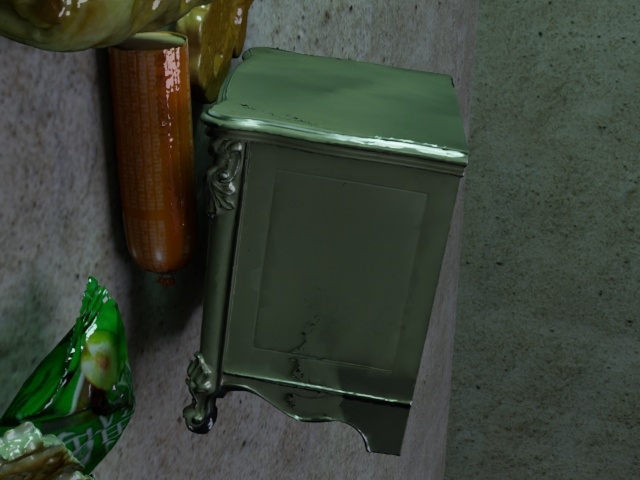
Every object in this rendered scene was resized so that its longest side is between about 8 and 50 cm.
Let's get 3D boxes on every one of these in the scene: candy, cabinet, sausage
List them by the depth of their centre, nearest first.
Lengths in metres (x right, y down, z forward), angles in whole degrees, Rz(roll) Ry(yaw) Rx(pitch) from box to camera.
[{"bbox_3d":[-0.202,0.141,0.769,0.141,0.078,0.203,-46,154,-45],"label":"candy"},{"bbox_3d":[-0.146,-0.065,0.859,0.071,0.071,0.234,-50,145,-60],"label":"sausage"},{"bbox_3d":[0.000,0.000,0.972,0.290,0.228,0.318,-81,179,-66],"label":"cabinet"}]

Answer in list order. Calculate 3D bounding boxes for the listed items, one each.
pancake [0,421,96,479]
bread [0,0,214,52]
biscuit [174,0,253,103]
[{"bbox_3d":[-0.221,0.179,0.559,0.197,0.054,0.376,-46,165,18],"label":"pancake"},{"bbox_3d":[-0.157,-0.211,0.659,0.152,0.130,0.267,52,31,-8],"label":"bread"},{"bbox_3d":[-0.101,-0.236,0.946,0.184,0.035,0.248,93,9,-56],"label":"biscuit"}]
